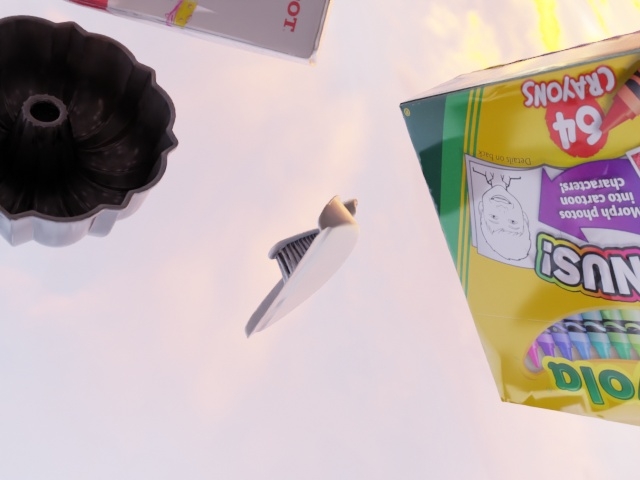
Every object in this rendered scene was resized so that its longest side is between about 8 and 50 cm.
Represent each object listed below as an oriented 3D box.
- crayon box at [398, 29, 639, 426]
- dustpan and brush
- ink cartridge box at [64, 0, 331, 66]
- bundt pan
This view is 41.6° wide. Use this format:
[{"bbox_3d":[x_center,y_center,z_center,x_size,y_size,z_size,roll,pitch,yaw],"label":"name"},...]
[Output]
[{"bbox_3d":[0.261,-0.003,0.674,0.106,0.363,0.313,-29,-75,-32],"label":"crayon box"},{"bbox_3d":[0.000,0.000,0.828,0.060,0.147,0.211,44,-148,15],"label":"dustpan and brush"},{"bbox_3d":[-0.124,-0.344,0.961,0.306,0.226,0.131,16,-172,-1],"label":"ink cartridge box"},{"bbox_3d":[-0.355,-0.127,1.070,0.331,0.124,0.331,11,-126,-16],"label":"bundt pan"}]
